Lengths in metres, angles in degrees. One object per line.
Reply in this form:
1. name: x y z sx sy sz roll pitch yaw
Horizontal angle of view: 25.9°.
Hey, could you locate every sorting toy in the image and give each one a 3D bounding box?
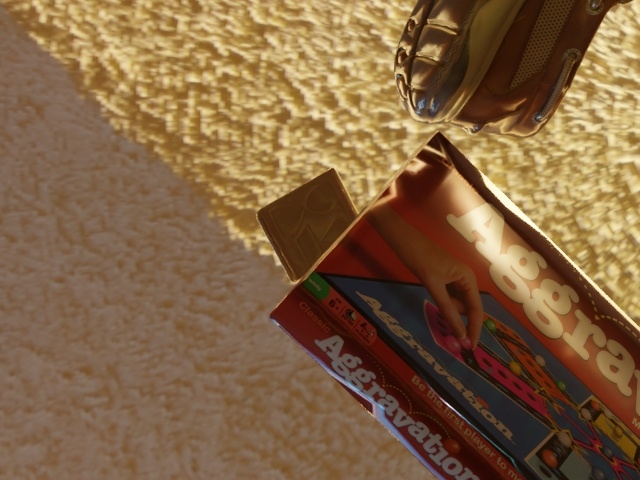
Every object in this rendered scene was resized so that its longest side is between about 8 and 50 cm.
1. sorting toy: 0.000 0.000 0.913 0.062 0.012 0.083 -32 -65 -9

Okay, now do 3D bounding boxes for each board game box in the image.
1. board game box: 0.117 0.087 0.574 0.281 0.145 0.027 44 -53 -2

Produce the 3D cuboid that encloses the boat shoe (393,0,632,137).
1. boat shoe: 0.167 -0.206 0.898 0.116 0.123 0.324 20 -61 -20
